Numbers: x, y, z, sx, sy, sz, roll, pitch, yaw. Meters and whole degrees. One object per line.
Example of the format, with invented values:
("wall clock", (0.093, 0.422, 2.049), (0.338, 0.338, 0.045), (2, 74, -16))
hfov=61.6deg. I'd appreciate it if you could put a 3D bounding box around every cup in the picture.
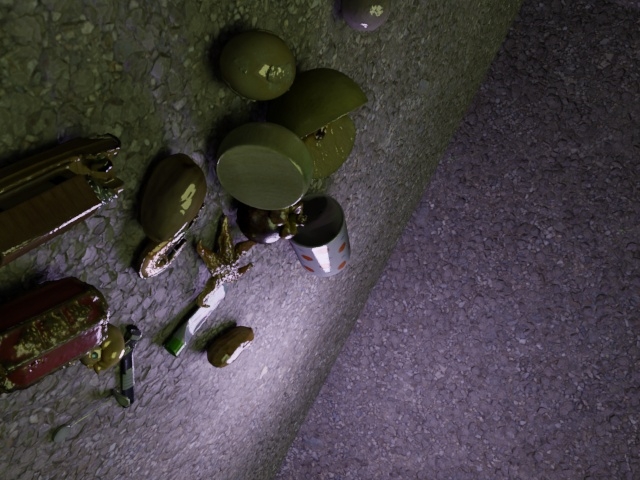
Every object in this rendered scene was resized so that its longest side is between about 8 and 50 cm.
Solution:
("cup", (0.000, 0.000, 1.959), (0.212, 0.212, 0.317), (-55, 158, -18))

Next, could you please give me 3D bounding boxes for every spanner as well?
("spanner", (-0.533, 0.359, 1.471), (0.087, 0.024, 0.315), (-33, 146, -47))

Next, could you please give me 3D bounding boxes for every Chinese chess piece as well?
("Chinese chess piece", (-0.143, -0.189, 1.380), (0.250, 0.251, 0.101), (87, 11, -52))

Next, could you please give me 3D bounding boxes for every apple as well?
("apple", (-0.025, -0.334, 1.487), (0.258, 0.233, 0.295), (-34, 159, -20))

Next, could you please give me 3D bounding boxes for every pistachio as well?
("pistachio", (-0.341, -0.097, 1.226), (0.206, 0.131, 0.129), (-59, -160, 3))

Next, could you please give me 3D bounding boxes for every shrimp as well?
("shrimp", (-0.374, -0.004, 1.365), (0.251, 0.052, 0.143), (-47, 166, -14))

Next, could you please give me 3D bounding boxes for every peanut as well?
("peanut", (-0.311, 0.367, 1.871), (0.226, 0.095, 0.108), (-36, 163, -54))

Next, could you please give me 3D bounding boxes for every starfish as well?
("starfish", (-0.278, 0.054, 1.603), (0.299, 0.060, 0.302), (-50, 153, -26))

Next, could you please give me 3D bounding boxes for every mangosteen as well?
("mangosteen", (-0.133, -0.073, 1.576), (0.192, 0.217, 0.192), (-44, 144, -43))

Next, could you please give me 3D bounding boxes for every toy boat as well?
("toy boat", (-0.504, -0.036, 0.880), (0.445, 0.162, 0.135), (-40, 152, -43))

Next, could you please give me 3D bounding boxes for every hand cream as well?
("hand cream", (-0.374, 0.235, 1.655), (0.275, 0.050, 0.079), (-53, -176, -32))

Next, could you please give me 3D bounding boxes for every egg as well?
("egg", (-0.144, -0.406, 1.243), (0.202, 0.164, 0.164), (-18, 132, -54))

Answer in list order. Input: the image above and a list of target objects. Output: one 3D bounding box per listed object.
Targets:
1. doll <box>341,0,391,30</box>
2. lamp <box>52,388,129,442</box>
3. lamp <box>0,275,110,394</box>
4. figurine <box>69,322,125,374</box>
("doll", (0.135, -0.738, 1.487), (0.151, 0.151, 0.287), (-42, 147, -41))
("lamp", (-0.602, 0.467, 1.410), (0.198, 0.056, 0.050), (-35, 149, -43))
("lamp", (-0.545, 0.178, 1.035), (0.274, 0.177, 0.176), (-31, 143, -53))
("figurine", (-0.542, 0.240, 1.217), (0.108, 0.114, 0.196), (-44, 152, 19))
